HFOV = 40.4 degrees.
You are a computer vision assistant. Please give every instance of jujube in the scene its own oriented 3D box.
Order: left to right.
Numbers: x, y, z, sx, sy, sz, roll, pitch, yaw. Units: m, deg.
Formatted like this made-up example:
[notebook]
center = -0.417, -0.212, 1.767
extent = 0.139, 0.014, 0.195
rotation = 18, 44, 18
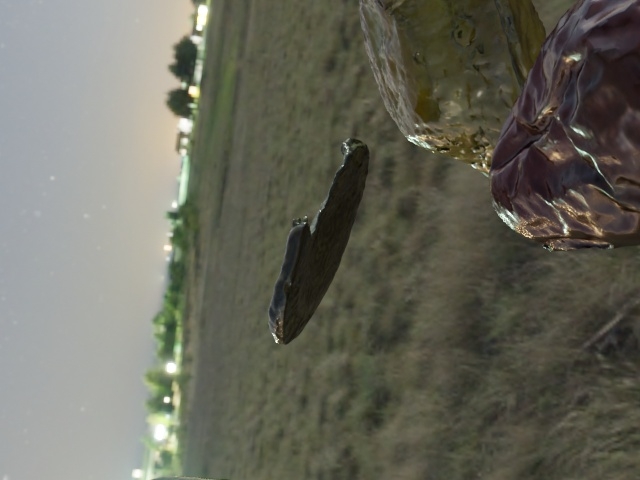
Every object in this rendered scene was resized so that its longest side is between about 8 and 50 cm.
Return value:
[jujube]
center = 0.261, -0.102, 0.734
extent = 0.342, 0.216, 0.216
rotation = 125, 151, -68

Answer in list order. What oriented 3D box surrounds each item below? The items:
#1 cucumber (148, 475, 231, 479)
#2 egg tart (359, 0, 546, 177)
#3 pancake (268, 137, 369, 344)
[cucumber]
center = -0.030, 0.121, 0.371
extent = 0.168, 0.039, 0.039
rotation = -6, 71, 35
[egg tart]
center = 0.172, -0.260, 1.207
extent = 0.443, 0.178, 0.443
rotation = 159, 90, -88
[pancake]
center = 0.000, 0.000, 1.138
extent = 0.286, 0.033, 0.288
rotation = 28, -99, -77
